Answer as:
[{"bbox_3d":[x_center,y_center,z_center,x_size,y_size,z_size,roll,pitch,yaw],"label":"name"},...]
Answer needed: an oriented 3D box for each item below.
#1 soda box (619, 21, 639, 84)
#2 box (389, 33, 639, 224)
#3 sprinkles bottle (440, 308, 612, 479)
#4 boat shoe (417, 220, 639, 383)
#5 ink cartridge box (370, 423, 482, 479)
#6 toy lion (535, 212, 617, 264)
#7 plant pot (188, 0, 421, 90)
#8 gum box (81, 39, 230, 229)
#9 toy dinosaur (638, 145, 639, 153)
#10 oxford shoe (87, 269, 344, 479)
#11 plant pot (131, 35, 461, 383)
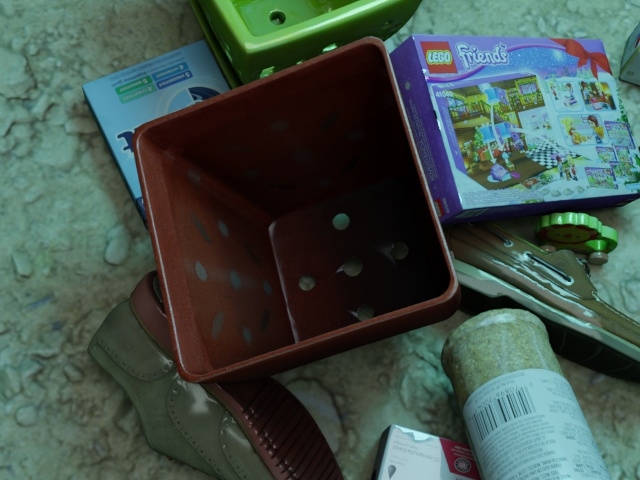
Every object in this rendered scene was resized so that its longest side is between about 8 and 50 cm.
[{"bbox_3d":[0.492,-0.213,1.307,0.216,0.074,0.069,19,69,0],"label":"soda box"},{"bbox_3d":[0.228,-0.128,1.178,0.293,0.057,0.200,-5,74,-32],"label":"box"},{"bbox_3d":[0.215,0.227,1.000,0.121,0.121,0.355,-5,43,-8],"label":"sprinkles bottle"},{"bbox_3d":[0.261,0.057,1.164,0.307,0.110,0.104,26,70,4],"label":"boat shoe"},{"bbox_3d":[0.103,0.282,1.089,0.109,0.063,0.150,16,68,-2],"label":"ink cartridge box"},{"bbox_3d":[0.294,-0.007,1.198,0.100,0.096,0.034,8,69,-4],"label":"toy lion"},{"bbox_3d":[-0.037,-0.290,1.207,0.227,0.207,0.228,-23,75,-13],"label":"plant pot"},{"bbox_3d":[-0.169,-0.126,1.221,0.157,0.041,0.184,-24,74,-14],"label":"gum box"},{"bbox_3d":[0.522,-0.103,1.220,0.322,0.218,0.164,-12,34,-4],"label":"toy dinosaur"},{"bbox_3d":[-0.100,0.198,1.092,0.130,0.123,0.348,-41,84,18],"label":"oxford shoe"},{"bbox_3d":[0.000,0.000,1.063,0.267,0.236,0.267,-19,69,12],"label":"plant pot"}]
